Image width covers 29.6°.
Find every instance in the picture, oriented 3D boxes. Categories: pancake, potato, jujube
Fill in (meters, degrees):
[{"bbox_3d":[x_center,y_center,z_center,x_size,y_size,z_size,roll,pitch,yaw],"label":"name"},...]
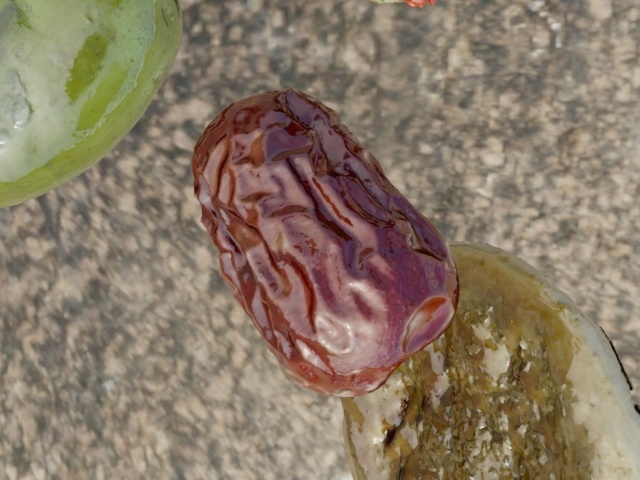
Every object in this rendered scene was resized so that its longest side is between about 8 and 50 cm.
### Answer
[{"bbox_3d":[0.141,0.194,1.066,0.071,0.382,0.382,-4,100,-37],"label":"pancake"},{"bbox_3d":[-0.256,-0.170,1.151,0.216,0.216,0.304,31,87,-19],"label":"potato"},{"bbox_3d":[0.000,0.000,0.889,0.155,0.155,0.230,-31,75,-11],"label":"jujube"}]

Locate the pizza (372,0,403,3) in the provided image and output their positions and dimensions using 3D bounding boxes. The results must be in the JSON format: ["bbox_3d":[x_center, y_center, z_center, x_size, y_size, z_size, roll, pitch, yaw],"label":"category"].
[{"bbox_3d":[0.067,-0.443,1.454,0.075,0.280,0.288,3,135,-49],"label":"pizza"}]

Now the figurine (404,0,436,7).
[{"bbox_3d":[0.154,-0.240,0.807,0.245,0.110,0.138,-4,88,20],"label":"figurine"}]
